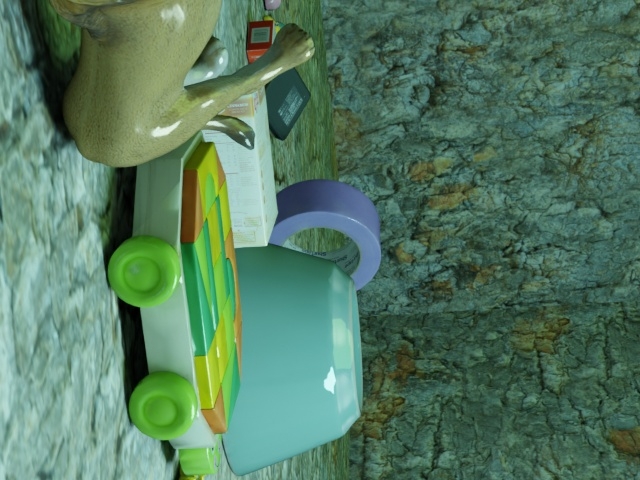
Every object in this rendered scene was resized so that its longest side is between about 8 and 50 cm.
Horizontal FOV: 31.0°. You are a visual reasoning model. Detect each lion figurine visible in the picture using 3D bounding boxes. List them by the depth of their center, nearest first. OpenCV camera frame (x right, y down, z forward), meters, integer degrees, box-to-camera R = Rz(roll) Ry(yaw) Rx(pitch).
[{"bbox_3d":[-0.114,-0.147,0.755,0.240,0.142,0.392,-40,151,-31],"label":"lion figurine"}]

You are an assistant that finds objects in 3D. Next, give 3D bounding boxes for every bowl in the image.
[{"bbox_3d":[-0.033,0.140,1.472,0.311,0.163,0.311,-3,90,-84],"label":"bowl"}]

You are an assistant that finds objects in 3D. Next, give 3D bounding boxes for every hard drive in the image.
[{"bbox_3d":[-0.063,-0.228,1.830,0.094,0.022,0.135,-60,156,-11],"label":"hard drive"}]

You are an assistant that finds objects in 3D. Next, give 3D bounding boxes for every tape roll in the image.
[{"bbox_3d":[0.000,0.000,1.807,0.080,0.189,0.189,-88,172,-46],"label":"tape roll"}]

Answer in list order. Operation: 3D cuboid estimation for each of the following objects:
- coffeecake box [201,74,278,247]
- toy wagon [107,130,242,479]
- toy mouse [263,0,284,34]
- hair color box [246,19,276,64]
[{"bbox_3d":[-0.099,-0.100,1.411,0.142,0.068,0.185,-78,164,-72],"label":"coffeecake box"},{"bbox_3d":[-0.117,0.078,1.052,0.267,0.068,0.344,-79,164,-71],"label":"toy wagon"},{"bbox_3d":[-0.081,-0.400,2.087,0.143,0.031,0.161,-84,169,-64],"label":"toy mouse"},{"bbox_3d":[-0.087,-0.277,1.853,0.141,0.043,0.072,79,9,-51],"label":"hair color box"}]
